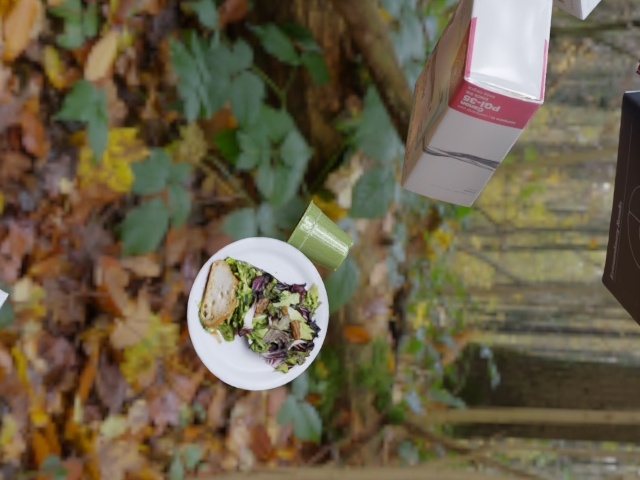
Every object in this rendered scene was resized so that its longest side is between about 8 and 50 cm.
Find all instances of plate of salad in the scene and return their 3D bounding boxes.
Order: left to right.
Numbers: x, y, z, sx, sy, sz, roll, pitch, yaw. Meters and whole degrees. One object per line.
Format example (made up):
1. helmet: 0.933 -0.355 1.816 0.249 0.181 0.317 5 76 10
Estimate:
1. plate of salad: -0.075 0.095 1.570 0.048 0.199 0.200 -4 -96 64

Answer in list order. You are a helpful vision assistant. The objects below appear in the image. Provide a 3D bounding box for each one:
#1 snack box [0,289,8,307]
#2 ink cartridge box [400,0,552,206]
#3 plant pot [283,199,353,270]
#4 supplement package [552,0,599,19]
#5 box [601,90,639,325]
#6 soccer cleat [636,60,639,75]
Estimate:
1. snack box: -0.382 0.030 1.111 0.022 0.178 0.064 -52 -170 41
2. ink cartridge box: 0.217 -0.208 1.716 0.283 0.117 0.207 118 -15 -58
3. plant pot: 0.000 0.000 1.633 0.083 0.079 0.083 -59 -177 5
4. supplement package: 0.436 -0.470 1.959 0.179 0.105 0.105 -49 153 -9
5. box: 0.533 0.009 1.495 0.395 0.211 0.294 -115 -159 -60
6. soccer cleat: 0.426 -0.204 1.486 0.083 0.035 0.029 28 -76 53
